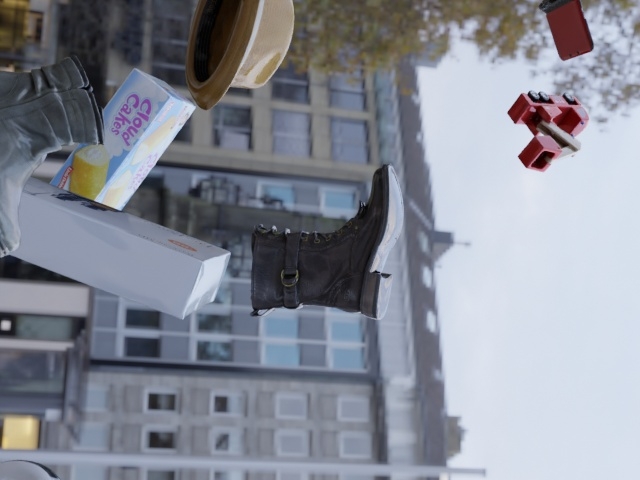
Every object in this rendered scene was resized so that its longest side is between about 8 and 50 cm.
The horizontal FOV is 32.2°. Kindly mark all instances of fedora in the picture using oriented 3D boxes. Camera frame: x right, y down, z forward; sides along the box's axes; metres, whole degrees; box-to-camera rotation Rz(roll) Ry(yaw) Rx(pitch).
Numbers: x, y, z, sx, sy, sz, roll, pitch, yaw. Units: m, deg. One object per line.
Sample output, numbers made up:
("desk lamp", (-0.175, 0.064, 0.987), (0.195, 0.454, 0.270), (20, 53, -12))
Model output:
("fedora", (-0.083, -0.232, 1.225), (0.194, 0.079, 0.194), (-35, -132, 52))

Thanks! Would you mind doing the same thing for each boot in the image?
("boot", (0.000, 0.000, 1.706), (0.091, 0.229, 0.263), (33, 66, -68))
("boot", (-0.321, -0.108, 1.267), (0.083, 0.161, 0.247), (101, -25, -62))

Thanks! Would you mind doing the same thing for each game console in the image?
("game console", (0.376, -0.336, 1.587), (0.124, 0.085, 0.144), (-50, -173, -2))

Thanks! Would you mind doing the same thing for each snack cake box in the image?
("snack cake box", (-0.348, -0.165, 1.956), (0.264, 0.089, 0.152), (-53, 170, 6))

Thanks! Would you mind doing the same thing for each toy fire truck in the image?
("toy fire truck", (0.360, -0.169, 1.715), (0.047, 0.192, 0.135), (-55, -128, 37))

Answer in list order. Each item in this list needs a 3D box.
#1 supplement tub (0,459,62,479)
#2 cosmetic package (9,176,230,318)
("supplement tub", (-0.340, 0.431, 1.398), (0.194, 0.193, 0.316), (-102, 170, -45))
("cosmetic package", (-0.340, -0.001, 1.656), (0.284, 0.377, 0.097), (-50, 160, -85))
